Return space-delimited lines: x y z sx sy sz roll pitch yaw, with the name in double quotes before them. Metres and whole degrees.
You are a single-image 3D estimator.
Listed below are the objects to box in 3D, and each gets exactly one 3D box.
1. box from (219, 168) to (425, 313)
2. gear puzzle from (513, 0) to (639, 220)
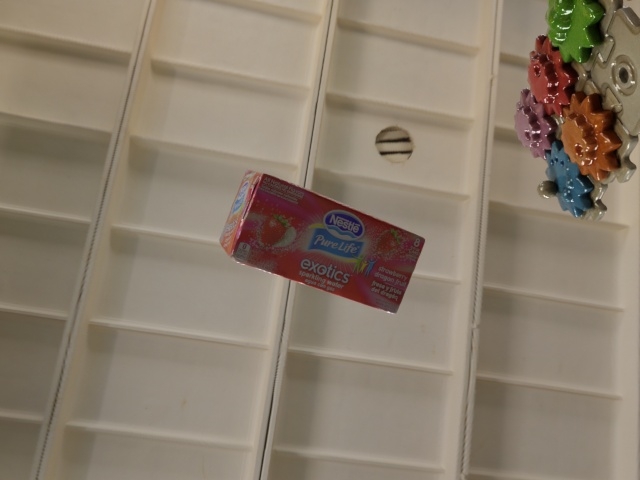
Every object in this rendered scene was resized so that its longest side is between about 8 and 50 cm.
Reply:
"box" 0.000 0.000 0.740 0.257 0.128 0.122 21 -86 -20
"gear puzzle" 0.234 -0.148 0.467 0.044 0.339 0.175 -17 -117 2
